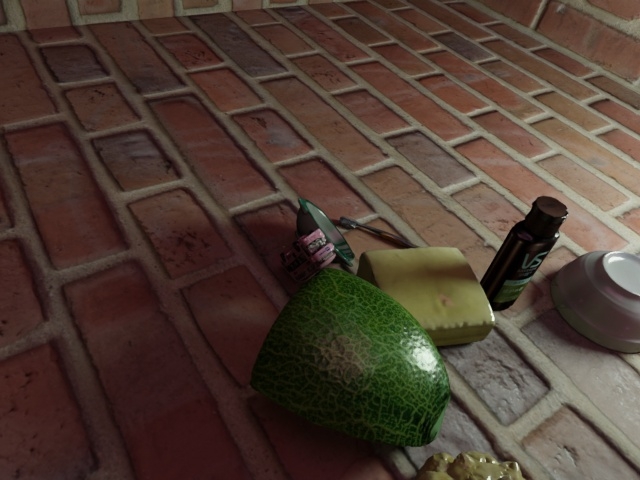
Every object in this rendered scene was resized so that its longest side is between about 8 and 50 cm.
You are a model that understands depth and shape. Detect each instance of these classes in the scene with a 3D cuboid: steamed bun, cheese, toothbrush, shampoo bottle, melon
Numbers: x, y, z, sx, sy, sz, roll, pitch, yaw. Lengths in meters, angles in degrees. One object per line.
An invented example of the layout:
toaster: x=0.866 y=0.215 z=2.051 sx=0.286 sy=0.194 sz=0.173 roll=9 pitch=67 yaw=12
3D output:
steamed bun: x=0.257 y=0.481 z=0.793 sx=0.296 sy=0.137 sz=0.292 roll=25 pitch=49 yaw=10
cheese: x=0.243 y=0.131 z=1.151 sx=0.266 sy=0.123 sz=0.242 roll=-3 pitch=49 yaw=-13
toothbrush: x=0.202 y=-0.005 z=1.349 sx=0.321 sy=0.023 sz=0.031 roll=19 pitch=52 yaw=9
shampoo bottle: x=0.474 y=0.040 z=1.144 sx=0.129 sy=0.322 sz=0.084 roll=-5 pitch=47 yaw=-18
melon: x=0.084 y=0.245 z=0.951 sx=0.344 sy=0.226 sz=0.331 roll=17 pitch=40 yaw=21

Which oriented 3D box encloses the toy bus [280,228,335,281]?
toy bus: x=-0.033 y=0.038 z=1.131 sx=0.063 sy=0.203 sz=0.090 roll=-36 pitch=88 yaw=-25

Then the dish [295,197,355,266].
dish: x=0.000 y=0.000 z=1.221 sx=0.078 sy=0.224 sz=0.246 roll=-39 pitch=30 yaw=10

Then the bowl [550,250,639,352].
bowl: x=0.766 y=0.131 z=1.244 sx=0.287 sy=0.143 sz=0.286 roll=5 pitch=45 yaw=-5
